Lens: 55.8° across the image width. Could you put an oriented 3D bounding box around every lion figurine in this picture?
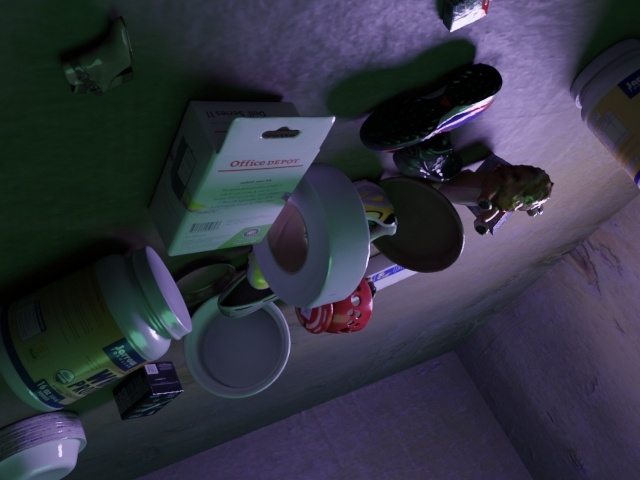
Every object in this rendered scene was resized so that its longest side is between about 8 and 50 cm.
[{"bbox_3d":[0.368,-0.124,1.529,0.240,0.392,0.142,-46,138,-41],"label":"lion figurine"}]

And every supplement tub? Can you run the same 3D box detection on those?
[{"bbox_3d":[-0.436,0.165,1.180,0.316,0.228,0.228,-27,156,-5],"label":"supplement tub"},{"bbox_3d":[0.805,-0.307,1.490,0.241,0.331,0.241,-25,156,-12],"label":"supplement tub"}]

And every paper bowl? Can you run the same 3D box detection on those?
[{"bbox_3d":[-0.832,0.630,1.765,0.284,0.148,0.284,-23,155,-11],"label":"paper bowl"}]

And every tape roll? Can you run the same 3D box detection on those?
[{"bbox_3d":[-0.028,-0.011,1.212,0.100,0.286,0.286,-10,150,-36],"label":"tape roll"}]

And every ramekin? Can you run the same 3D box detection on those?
[{"bbox_3d":[-0.213,0.280,1.613,0.277,0.277,0.135,-27,164,-5],"label":"ramekin"}]

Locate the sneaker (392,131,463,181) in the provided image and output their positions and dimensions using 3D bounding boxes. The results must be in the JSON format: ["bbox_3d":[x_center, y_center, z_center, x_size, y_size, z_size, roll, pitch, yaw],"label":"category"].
[{"bbox_3d":[0.286,-0.207,1.416,0.227,0.087,0.130,3,147,-42],"label":"sneaker"}]

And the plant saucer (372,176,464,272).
[{"bbox_3d":[0.229,-0.042,1.496,0.041,0.278,0.278,-47,172,-40],"label":"plant saucer"}]

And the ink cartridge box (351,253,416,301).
[{"bbox_3d":[0.231,0.088,1.969,0.332,0.065,0.165,-21,154,-14],"label":"ink cartridge box"}]

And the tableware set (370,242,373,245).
[{"bbox_3d":[0.084,-0.004,1.652,0.128,0.039,0.194,-32,156,6],"label":"tableware set"}]

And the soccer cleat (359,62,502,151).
[{"bbox_3d":[0.227,-0.252,1.247,0.318,0.108,0.116,-28,160,-9],"label":"soccer cleat"}]

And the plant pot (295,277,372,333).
[{"bbox_3d":[0.033,0.187,1.791,0.174,0.191,0.191,-5,146,-39],"label":"plant pot"}]

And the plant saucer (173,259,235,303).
[{"bbox_3d":[-0.286,0.095,1.452,0.168,0.029,0.168,-23,156,-11],"label":"plant saucer"}]

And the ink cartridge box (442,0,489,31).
[{"bbox_3d":[0.271,-0.416,1.055,0.115,0.029,0.063,-26,156,-7],"label":"ink cartridge box"}]

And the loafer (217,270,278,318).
[{"bbox_3d":[-0.115,0.095,1.521,0.319,0.112,0.111,-34,168,-2],"label":"loafer"}]

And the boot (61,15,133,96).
[{"bbox_3d":[-0.290,-0.233,0.783,0.087,0.042,0.118,-17,153,-20],"label":"boot"}]

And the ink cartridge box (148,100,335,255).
[{"bbox_3d":[-0.146,-0.128,1.052,0.207,0.119,0.353,-9,150,-37],"label":"ink cartridge box"}]

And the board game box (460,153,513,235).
[{"bbox_3d":[0.448,-0.147,1.633,0.194,0.194,0.060,-48,154,-8],"label":"board game box"}]

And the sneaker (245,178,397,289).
[{"bbox_3d":[0.000,0.000,1.397,0.384,0.147,0.145,-33,136,-2],"label":"sneaker"}]

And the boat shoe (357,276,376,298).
[{"bbox_3d":[0.147,0.165,1.893,0.056,0.049,0.152,-26,156,-7],"label":"boat shoe"}]

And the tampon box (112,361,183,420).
[{"bbox_3d":[-0.516,0.448,1.805,0.161,0.101,0.120,-40,154,25],"label":"tampon box"}]
